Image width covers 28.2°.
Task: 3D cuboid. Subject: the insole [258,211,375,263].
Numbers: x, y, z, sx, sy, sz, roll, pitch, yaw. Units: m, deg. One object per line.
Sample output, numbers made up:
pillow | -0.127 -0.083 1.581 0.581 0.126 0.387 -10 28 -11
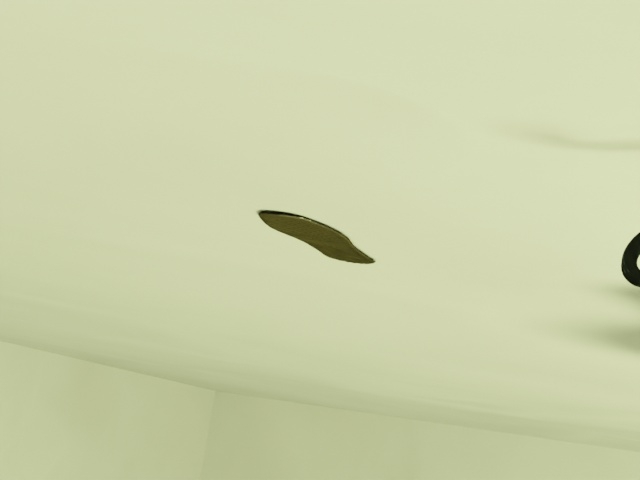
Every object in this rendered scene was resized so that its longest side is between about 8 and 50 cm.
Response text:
insole | 0.000 0.000 0.755 0.045 0.002 0.135 6 170 21

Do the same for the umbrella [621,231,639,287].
umbrella | 0.214 -0.018 0.382 0.269 0.044 0.044 -10 135 38
